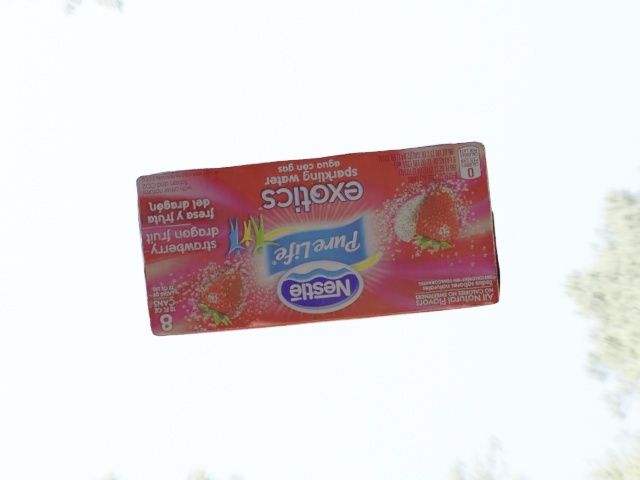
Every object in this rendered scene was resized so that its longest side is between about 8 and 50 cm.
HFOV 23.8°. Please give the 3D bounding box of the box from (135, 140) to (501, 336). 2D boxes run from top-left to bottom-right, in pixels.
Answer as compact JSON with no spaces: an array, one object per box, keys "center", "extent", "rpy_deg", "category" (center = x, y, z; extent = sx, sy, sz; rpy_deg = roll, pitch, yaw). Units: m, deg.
[{"center":[0.000,0.000,1.135],"extent":[0.256,0.128,0.123],"rpy_deg":[-6,-91,3],"category":"box"}]
